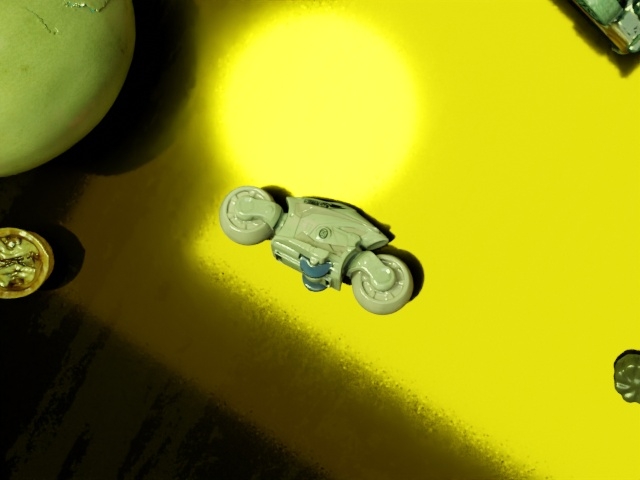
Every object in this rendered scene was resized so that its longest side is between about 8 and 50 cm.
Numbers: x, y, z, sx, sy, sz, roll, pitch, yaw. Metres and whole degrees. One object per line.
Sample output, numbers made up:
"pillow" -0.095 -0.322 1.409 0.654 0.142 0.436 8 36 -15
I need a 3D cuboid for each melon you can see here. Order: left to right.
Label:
"melon" -0.362 -0.229 1.237 0.268 0.268 0.330 36 80 9

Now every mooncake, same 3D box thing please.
"mooncake" 0.384 0.307 1.197 0.150 0.057 0.347 -29 80 27

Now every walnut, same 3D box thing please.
"walnut" -0.396 0.027 1.370 0.121 0.052 0.091 -3 94 16

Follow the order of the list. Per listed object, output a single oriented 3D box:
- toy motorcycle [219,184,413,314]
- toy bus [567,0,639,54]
"toy motorcycle" 0.000 0.000 1.255 0.254 0.112 0.113 28 100 10
"toy bus" 0.267 -0.357 1.105 0.162 0.194 0.323 -44 86 13
